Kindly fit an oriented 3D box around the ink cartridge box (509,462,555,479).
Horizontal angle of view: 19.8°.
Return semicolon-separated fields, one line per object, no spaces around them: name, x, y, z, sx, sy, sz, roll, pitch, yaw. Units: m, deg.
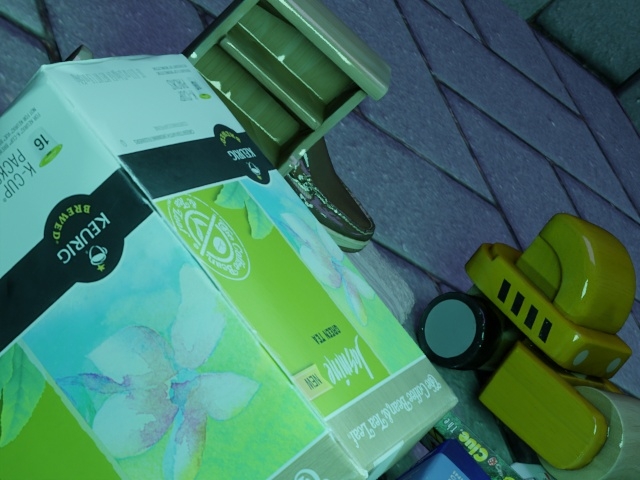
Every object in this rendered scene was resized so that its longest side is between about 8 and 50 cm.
ink cartridge box;0.237;0.314;2.044;0.179;0.045;0.145;19;34;-58

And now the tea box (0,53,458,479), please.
tea box;-0.148;0.103;1.227;0.323;0.329;0.220;50;20;6

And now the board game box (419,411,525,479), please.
board game box;0.138;0.211;1.883;0.260;0.030;0.136;42;-14;28

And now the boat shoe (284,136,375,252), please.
boat shoe;-0.029;-0.096;2.035;0.257;0.095;0.095;41;24;-5

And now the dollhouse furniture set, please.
dollhouse furniture set;-0.092;-0.059;1.699;0.362;0.256;0.394;41;25;-15

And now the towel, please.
towel;0.000;0.000;2.122;0.282;0.049;0.187;47;21;-3

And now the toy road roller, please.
toy road roller;0.302;0.119;2.190;0.329;0.240;0.202;46;16;30

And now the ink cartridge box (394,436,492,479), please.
ink cartridge box;0.124;0.348;1.607;0.270;0.151;0.395;49;19;1
